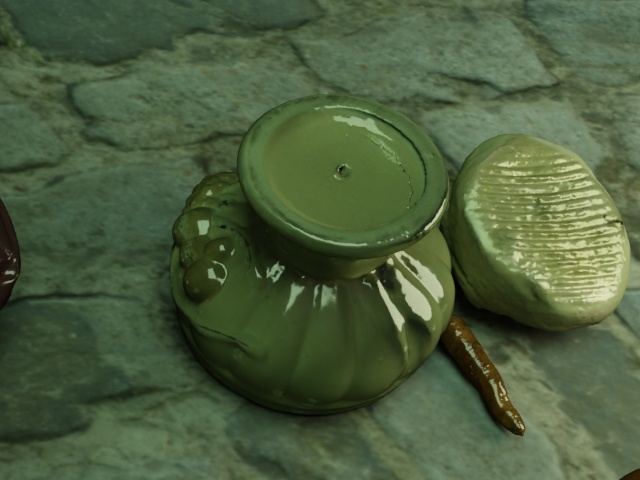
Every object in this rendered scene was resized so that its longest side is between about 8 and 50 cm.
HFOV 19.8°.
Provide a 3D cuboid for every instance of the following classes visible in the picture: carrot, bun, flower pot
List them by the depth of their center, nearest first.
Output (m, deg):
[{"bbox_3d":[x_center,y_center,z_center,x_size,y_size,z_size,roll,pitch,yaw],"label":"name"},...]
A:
[{"bbox_3d":[0.000,0.000,1.898,0.307,0.244,0.307,7,48,-8],"label":"flower pot"},{"bbox_3d":[0.173,0.144,1.958,0.035,0.036,0.165,-19,60,-27],"label":"carrot"},{"bbox_3d":[0.229,-0.001,2.041,0.210,0.116,0.237,-16,71,-29],"label":"bun"}]

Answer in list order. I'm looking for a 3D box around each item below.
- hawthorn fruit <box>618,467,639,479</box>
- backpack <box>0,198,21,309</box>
[{"bbox_3d":[0.332,0.339,1.739,0.199,0.199,0.251,23,65,6],"label":"hawthorn fruit"},{"bbox_3d":[-0.441,-0.014,1.832,0.283,0.197,0.317,-21,64,-29],"label":"backpack"}]
